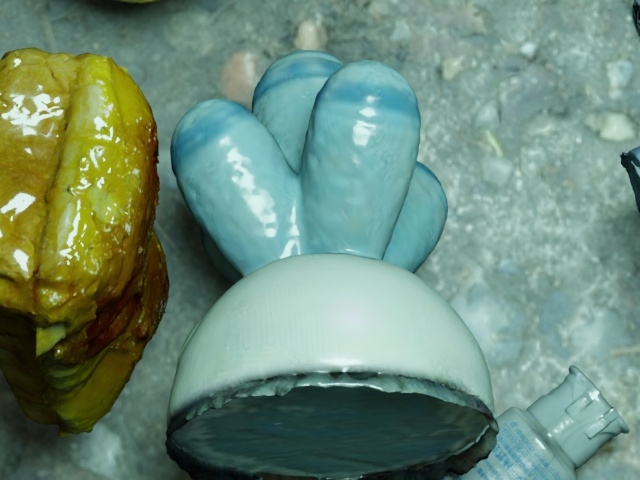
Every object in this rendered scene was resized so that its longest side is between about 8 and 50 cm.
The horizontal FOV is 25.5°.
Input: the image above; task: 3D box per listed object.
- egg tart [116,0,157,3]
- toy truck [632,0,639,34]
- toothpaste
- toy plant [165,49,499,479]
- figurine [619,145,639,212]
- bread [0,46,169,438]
[{"bbox_3d":[-0.135,-0.350,1.154,0.351,0.153,0.339,-40,77,14],"label":"egg tart"},{"bbox_3d":[0.295,-0.262,1.128,0.110,0.116,0.216,-17,85,-2],"label":"toy truck"},{"bbox_3d":[0.095,0.212,1.056,0.299,0.073,0.114,-39,74,1],"label":"toothpaste"},{"bbox_3d":[0.000,0.000,1.030,0.247,0.247,0.332,-5,63,2],"label":"toy plant"},{"bbox_3d":[0.440,-0.055,1.031,0.388,0.248,0.276,-29,78,6],"label":"figurine"},{"bbox_3d":[-0.162,0.026,0.956,0.109,0.380,0.185,6,70,-1],"label":"bread"}]
